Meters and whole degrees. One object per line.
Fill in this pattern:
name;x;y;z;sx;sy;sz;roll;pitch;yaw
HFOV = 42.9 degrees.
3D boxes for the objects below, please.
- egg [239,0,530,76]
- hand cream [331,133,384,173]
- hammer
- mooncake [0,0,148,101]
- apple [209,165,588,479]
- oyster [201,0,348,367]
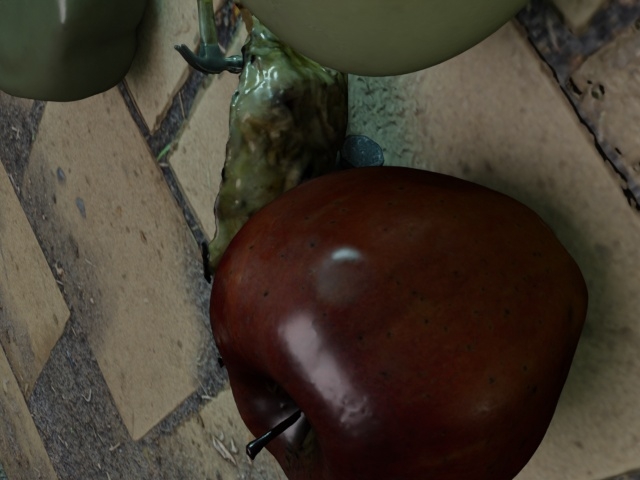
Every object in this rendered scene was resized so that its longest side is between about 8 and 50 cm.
egg;0.036;-0.214;0.398;0.219;0.219;0.269;25;130;45
hand cream;0.000;0.000;0.702;0.080;0.050;0.234;54;146;21
hammer;-0.109;-0.240;0.727;0.017;0.062;0.182;3;101;52
mooncake;-0.289;-0.282;0.877;0.275;0.135;0.274;22;121;43
apple;0.047;0.068;0.513;0.234;0.234;0.234;27;126;44
oyster;-0.033;-0.051;0.616;0.166;0.094;0.294;-102;18;-77
